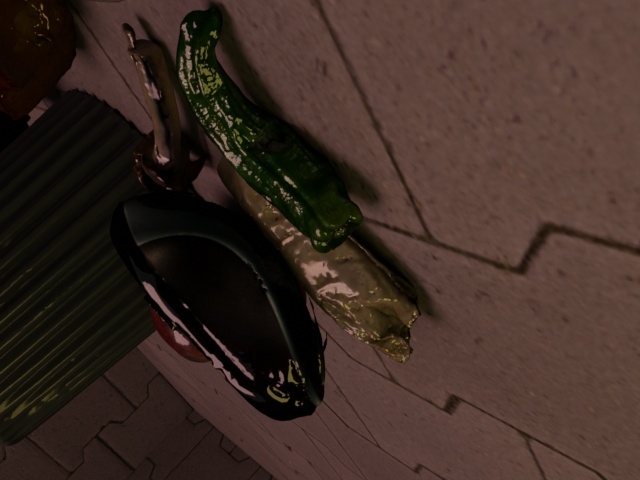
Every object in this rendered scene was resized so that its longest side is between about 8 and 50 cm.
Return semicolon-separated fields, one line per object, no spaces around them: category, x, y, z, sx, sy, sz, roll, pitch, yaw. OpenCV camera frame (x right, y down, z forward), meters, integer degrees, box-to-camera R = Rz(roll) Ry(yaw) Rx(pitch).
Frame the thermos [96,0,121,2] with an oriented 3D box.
thermos;-0.152;-0.196;0.350;0.265;0.146;0.176;12;137;47

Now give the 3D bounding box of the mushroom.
mushroom;-0.139;-0.109;0.646;0.060;0.061;0.187;25;144;13

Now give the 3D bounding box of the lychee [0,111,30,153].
lychee;-0.503;-0.181;0.885;0.304;0.275;0.276;27;172;-33

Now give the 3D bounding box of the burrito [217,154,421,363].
burrito;-0.002;0.002;0.583;0.229;0.063;0.058;49;-158;10

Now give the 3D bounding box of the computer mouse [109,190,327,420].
computer mouse;-0.069;0.040;0.612;0.233;0.096;0.137;46;-171;-3

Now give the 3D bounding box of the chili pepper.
chili pepper;-0.040;-0.071;0.512;0.182;0.050;0.073;51;167;-10

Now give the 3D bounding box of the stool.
stool;-0.321;0.038;0.875;0.297;0.330;0.297;38;159;17

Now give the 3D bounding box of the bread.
bread;-0.325;-0.215;0.660;0.232;0.135;0.246;38;159;17

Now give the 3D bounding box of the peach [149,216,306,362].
peach;-0.100;0.042;0.741;0.152;0.152;0.152;39;160;17
